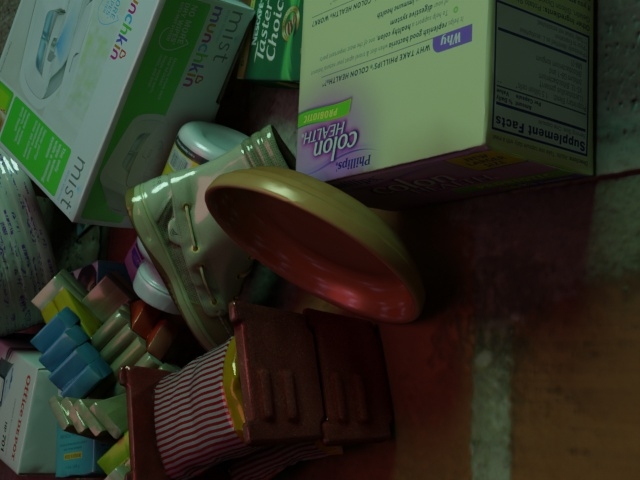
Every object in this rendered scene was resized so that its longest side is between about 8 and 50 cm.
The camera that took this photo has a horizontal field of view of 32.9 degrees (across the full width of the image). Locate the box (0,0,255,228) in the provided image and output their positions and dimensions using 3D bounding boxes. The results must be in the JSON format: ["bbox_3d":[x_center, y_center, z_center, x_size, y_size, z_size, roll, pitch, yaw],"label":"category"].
[{"bbox_3d":[-0.220,-0.178,1.146,0.231,0.127,0.262,41,113,38],"label":"box"}]

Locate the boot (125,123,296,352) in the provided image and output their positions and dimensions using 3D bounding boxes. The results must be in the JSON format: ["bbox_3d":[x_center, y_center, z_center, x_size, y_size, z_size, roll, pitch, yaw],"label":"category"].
[{"bbox_3d":[-0.065,0.011,1.022,0.165,0.213,0.077,-25,22,6],"label":"boot"}]

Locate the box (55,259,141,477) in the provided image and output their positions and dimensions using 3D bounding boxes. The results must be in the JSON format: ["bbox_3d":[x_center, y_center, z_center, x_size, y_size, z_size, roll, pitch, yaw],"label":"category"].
[{"bbox_3d":[-0.261,0.153,1.274,0.100,0.060,0.244,-20,67,49],"label":"box"}]

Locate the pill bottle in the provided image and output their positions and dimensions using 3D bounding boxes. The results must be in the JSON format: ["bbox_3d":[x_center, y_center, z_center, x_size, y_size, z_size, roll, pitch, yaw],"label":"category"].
[{"bbox_3d":[-0.125,-0.021,1.101,0.103,0.103,0.184,47,119,46],"label":"pill bottle"}]

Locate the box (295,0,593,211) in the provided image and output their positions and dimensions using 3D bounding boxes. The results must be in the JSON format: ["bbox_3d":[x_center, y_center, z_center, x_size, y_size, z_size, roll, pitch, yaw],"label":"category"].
[{"bbox_3d":[0.093,-0.160,0.841,0.214,0.117,0.243,-10,74,51],"label":"box"}]

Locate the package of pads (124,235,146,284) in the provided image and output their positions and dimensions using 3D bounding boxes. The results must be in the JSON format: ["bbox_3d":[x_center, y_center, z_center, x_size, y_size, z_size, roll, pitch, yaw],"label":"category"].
[{"bbox_3d":[-0.193,0.013,1.240,0.083,0.032,0.050,-56,46,28],"label":"package of pads"}]

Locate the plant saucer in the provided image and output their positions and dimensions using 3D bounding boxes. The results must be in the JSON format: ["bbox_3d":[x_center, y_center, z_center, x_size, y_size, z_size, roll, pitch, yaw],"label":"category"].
[{"bbox_3d":[0.000,0.000,0.880,0.200,0.200,0.037,7,61,53],"label":"plant saucer"}]

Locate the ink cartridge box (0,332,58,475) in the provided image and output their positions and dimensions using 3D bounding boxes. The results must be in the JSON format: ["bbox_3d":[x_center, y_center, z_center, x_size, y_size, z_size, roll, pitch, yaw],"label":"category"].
[{"bbox_3d":[-0.375,0.206,1.394,0.191,0.082,0.139,15,95,54],"label":"ink cartridge box"}]

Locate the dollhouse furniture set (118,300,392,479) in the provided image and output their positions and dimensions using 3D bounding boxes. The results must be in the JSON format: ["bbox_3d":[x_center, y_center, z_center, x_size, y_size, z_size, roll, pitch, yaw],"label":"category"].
[{"bbox_3d":[-0.041,0.256,0.892,0.201,0.152,0.374,-34,57,44],"label":"dollhouse furniture set"}]

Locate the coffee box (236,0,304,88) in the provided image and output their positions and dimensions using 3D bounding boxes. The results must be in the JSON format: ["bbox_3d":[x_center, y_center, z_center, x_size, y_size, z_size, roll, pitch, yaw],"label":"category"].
[{"bbox_3d":[-0.018,-0.202,1.037,0.184,0.040,0.113,19,99,60],"label":"coffee box"}]

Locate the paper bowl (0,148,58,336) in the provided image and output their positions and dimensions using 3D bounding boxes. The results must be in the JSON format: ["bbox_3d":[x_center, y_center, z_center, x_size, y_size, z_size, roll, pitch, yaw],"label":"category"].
[{"bbox_3d":[-0.446,-0.012,1.388,0.284,0.148,0.284,48,147,45],"label":"paper bowl"}]

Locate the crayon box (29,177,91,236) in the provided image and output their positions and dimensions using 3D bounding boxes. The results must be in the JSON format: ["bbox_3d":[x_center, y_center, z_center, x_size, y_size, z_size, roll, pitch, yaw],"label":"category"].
[{"bbox_3d":[-0.316,-0.194,1.402,0.203,0.083,0.323,-34,57,43],"label":"crayon box"}]

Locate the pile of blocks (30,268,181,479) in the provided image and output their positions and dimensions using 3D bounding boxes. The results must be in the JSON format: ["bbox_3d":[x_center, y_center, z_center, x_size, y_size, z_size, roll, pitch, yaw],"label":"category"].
[{"bbox_3d":[-0.193,0.132,1.095,0.112,0.149,0.362,-45,56,9],"label":"pile of blocks"}]
